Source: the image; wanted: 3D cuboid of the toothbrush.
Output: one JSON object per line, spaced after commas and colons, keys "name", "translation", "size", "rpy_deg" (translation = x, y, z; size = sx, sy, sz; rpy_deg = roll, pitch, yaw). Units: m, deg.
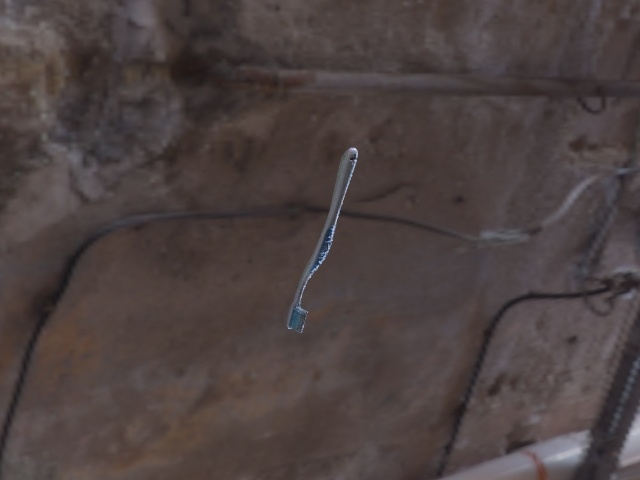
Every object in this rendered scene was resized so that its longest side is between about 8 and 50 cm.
{"name": "toothbrush", "translation": [0.000, 0.000, 1.189], "size": [0.017, 0.014, 0.162], "rpy_deg": [31, -64, 32]}
